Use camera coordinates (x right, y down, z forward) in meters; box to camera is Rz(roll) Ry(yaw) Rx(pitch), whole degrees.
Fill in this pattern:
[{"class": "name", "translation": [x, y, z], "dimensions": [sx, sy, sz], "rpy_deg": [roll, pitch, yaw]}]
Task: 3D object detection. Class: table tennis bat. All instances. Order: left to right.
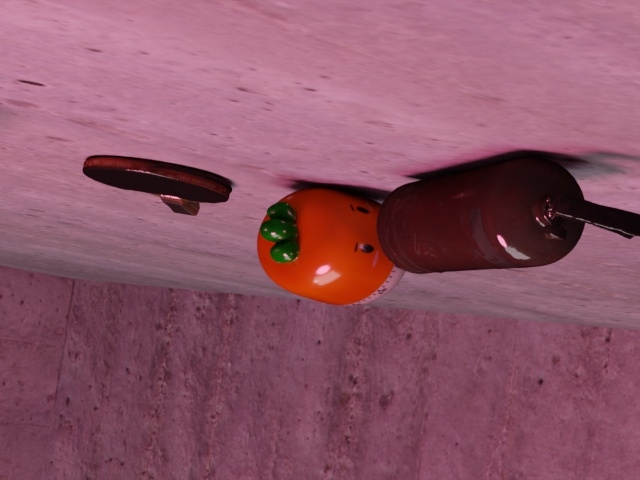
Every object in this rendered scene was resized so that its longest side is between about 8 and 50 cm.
[{"class": "table tennis bat", "translation": [-0.141, -0.048, 1.354], "dimensions": [0.130, 0.019, 0.220], "rpy_deg": [9, 173, 6]}]

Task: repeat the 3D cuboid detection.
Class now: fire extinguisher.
[{"class": "fire extinguisher", "translation": [0.123, -0.013, 1.012], "dimensions": [0.089, 0.072, 0.267], "rpy_deg": [19, 172, -16]}]

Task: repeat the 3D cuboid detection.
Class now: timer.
[{"class": "timer", "translation": [0.000, 0.000, 1.258], "dimensions": [0.136, 0.099, 0.136], "rpy_deg": [8, 161, 3]}]
